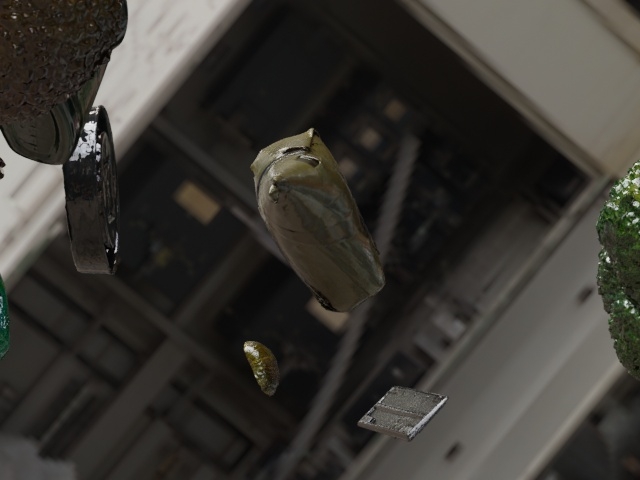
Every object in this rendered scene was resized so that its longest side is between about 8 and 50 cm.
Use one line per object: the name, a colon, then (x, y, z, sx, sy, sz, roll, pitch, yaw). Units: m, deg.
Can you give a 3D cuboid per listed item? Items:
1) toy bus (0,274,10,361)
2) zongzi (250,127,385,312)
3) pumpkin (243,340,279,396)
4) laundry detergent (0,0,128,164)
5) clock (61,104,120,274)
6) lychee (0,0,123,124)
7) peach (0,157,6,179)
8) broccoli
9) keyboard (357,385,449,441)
toy bus: (-0.483, 0.130, 1.833, 0.183, 0.343, 0.199, 21, 33, -49)
zongzi: (0.000, 0.000, 2.306, 0.289, 0.123, 0.260, -97, 161, -75)
pumpkin: (-0.072, 0.165, 2.328, 0.050, 0.028, 0.083, 32, 35, -62)
laundry detergent: (-0.220, -0.186, 1.593, 0.078, 0.222, 0.144, 16, -32, 6)
clock: (-0.246, -0.054, 1.893, 0.040, 0.184, 0.184, -3, -1, 0)
lychee: (-0.234, -0.167, 1.328, 0.171, 0.171, 0.171, 40, -1, 1)
peach: (-0.473, -0.160, 1.685, 0.406, 0.335, 0.310, -82, 152, -80)
broccoli: (0.444, 0.020, 1.966, 0.283, 0.321, 0.304, -11, -58, 36)
keyboard: (0.084, 0.181, 1.849, 0.010, 0.063, 0.198, 46, -10, -8)
